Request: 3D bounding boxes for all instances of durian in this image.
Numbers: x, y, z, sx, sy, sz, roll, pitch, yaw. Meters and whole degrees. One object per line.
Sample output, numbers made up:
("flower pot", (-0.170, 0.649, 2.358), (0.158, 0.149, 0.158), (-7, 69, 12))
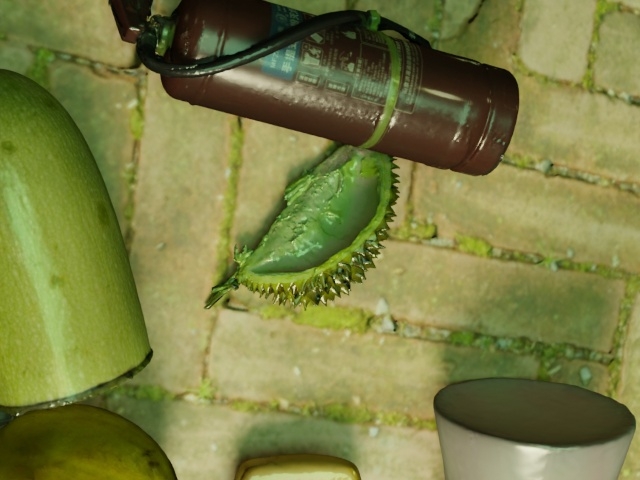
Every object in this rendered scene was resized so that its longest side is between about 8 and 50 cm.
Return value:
("durian", (0.000, 0.000, 0.931), (0.100, 0.086, 0.215), (39, 76, 15))

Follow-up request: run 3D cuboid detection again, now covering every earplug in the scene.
("earplug", (0.176, 0.290, 0.970), (0.172, 0.172, 0.301), (-1, 101, -20))

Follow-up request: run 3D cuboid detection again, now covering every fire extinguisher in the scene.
("fire extinguisher", (-0.011, -0.147, 0.890), (0.341, 0.141, 0.105), (14, 132, -17))

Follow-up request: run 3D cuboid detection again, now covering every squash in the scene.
("squash", (-0.217, -0.010, 0.808), (0.132, 0.132, 0.247), (-18, 102, -17))

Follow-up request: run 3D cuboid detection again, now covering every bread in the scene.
("bread", (-0.022, 0.221, 0.940), (0.115, 0.056, 0.082), (-3, 96, -13))

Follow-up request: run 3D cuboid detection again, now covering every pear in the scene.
("pear", (-0.185, 0.200, 0.832), (0.162, 0.149, 0.149), (21, 88, -16))

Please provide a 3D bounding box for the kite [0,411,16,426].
("kite", (-0.318, 0.047, 0.839), (0.141, 0.015, 0.245), (-9, 101, -20))
